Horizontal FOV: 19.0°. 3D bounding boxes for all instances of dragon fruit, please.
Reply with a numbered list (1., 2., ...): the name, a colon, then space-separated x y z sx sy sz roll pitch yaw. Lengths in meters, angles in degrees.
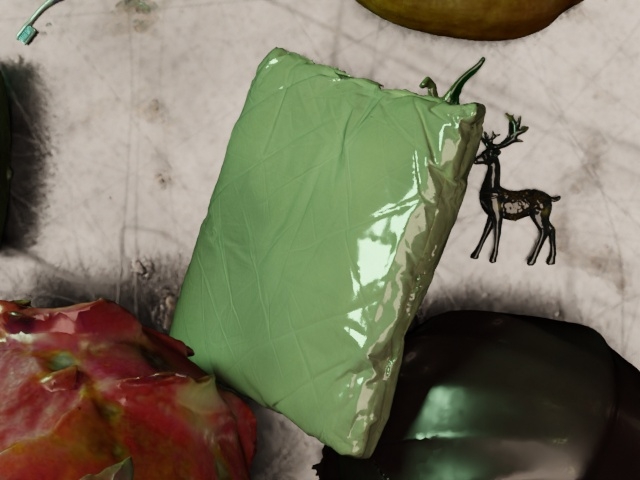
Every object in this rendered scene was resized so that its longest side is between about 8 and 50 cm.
1. dragon fruit: -0.193 0.176 1.468 0.371 0.386 0.249 34 58 -17

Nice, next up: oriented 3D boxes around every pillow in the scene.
1. pillow: 0.000 0.001 1.489 0.076 0.281 0.274 17 93 -38

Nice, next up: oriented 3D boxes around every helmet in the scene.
1. helmet: 0.123 0.153 1.463 0.305 0.177 0.225 6 61 17

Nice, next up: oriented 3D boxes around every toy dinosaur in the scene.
1. toy dinosaur: 0.099 -0.101 1.577 0.060 0.029 0.119 43 89 -16

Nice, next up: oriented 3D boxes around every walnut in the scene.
1. walnut: 0.113 -0.215 1.524 0.207 0.116 0.115 11 94 2

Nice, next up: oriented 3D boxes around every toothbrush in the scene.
1. toothbrush: -0.207 -0.214 1.590 0.013 0.011 0.131 44 95 13

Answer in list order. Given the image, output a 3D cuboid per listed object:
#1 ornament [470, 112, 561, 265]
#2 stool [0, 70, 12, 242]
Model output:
1. ornament: 0.161 -0.042 1.572 0.073 0.028 0.125 2 95 4
2. stool: -0.393 -0.065 1.527 0.264 0.179 0.179 3 94 3
